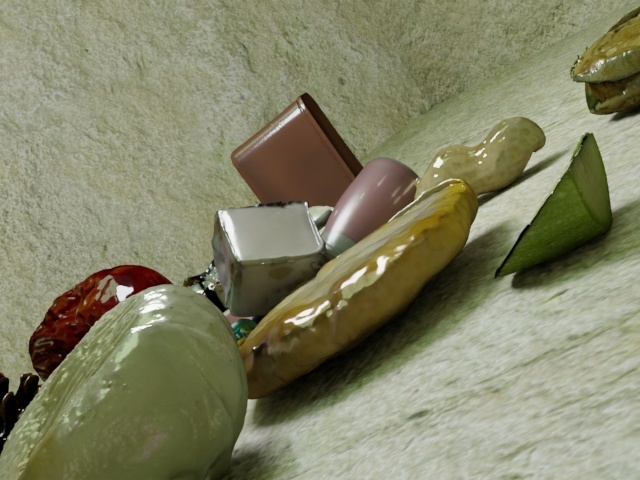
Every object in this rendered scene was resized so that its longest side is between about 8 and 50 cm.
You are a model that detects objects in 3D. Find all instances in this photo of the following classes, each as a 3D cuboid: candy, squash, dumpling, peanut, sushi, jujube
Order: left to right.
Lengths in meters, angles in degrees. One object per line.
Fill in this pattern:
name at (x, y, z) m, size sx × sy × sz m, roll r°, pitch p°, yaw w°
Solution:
jujube at (-0.478, 0.212, 2.318) m, size 0.377 × 0.276 × 0.276 m, roll -28°, pitch 9°, yaw 34°
sushi at (-0.277, 0.141, 2.556) m, size 0.273 × 0.134 × 0.109 m, roll -31°, pitch 31°, yaw -35°
candy at (-0.083, 0.029, 1.736) m, size 0.185 × 0.137 × 0.195 m, roll -7°, pitch 36°, yaw -16°
dumpling at (0.003, 0.002, 2.266) m, size 0.111 × 0.181 × 0.155 m, roll 10°, pitch 66°, yaw 28°
peanut at (0.275, -0.125, 1.795) m, size 0.263 × 0.117 × 0.101 m, roll -28°, pitch 30°, yaw 24°
squash at (0.289, -0.017, 1.199) m, size 0.192 × 0.085 × 0.184 m, roll -40°, pitch -20°, yaw -58°

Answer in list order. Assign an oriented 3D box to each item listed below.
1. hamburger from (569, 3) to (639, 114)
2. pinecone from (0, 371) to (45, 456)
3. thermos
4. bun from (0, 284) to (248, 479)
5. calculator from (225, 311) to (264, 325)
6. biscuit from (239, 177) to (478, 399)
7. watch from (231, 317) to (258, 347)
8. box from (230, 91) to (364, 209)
hamburger at (0.557, -0.314, 1.699) m, size 0.285 × 0.134 × 0.265 m, roll -42°, pitch 16°, yaw -19°
pinecone at (-0.440, 0.312, 1.605) m, size 0.292 × 0.246 × 0.246 m, roll -14°, pitch 13°, yaw 18°
thermos at (0.064, -0.020, 1.895) m, size 0.176 × 0.146 × 0.265 m, roll 14°, pitch 50°, yaw 38°
bun at (-0.224, 0.226, 1.228) m, size 0.365 × 0.219 × 0.365 m, roll -45°, pitch 15°, yaw 15°
calculator at (-0.188, 0.192, 2.014) m, size 0.329 × 0.048 × 0.220 m, roll -40°, pitch 10°, yaw -27°
biscuit at (0.053, 0.074, 1.450) m, size 0.429 × 0.104 × 0.446 m, roll -35°, pitch 4°, yaw 10°
watch at (-0.191, 0.216, 1.696) m, size 0.195 × 0.068 × 0.237 m, roll -39°, pitch 5°, yaw 31°
box at (-0.031, -0.156, 2.506) m, size 0.229 × 0.339 × 0.239 m, roll -36°, pitch 6°, yaw 10°
